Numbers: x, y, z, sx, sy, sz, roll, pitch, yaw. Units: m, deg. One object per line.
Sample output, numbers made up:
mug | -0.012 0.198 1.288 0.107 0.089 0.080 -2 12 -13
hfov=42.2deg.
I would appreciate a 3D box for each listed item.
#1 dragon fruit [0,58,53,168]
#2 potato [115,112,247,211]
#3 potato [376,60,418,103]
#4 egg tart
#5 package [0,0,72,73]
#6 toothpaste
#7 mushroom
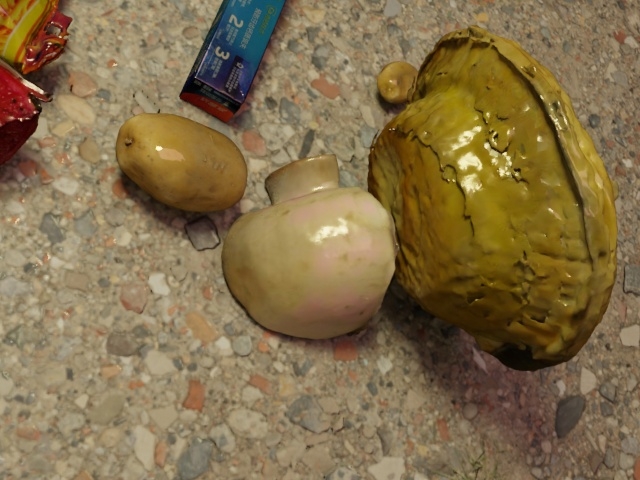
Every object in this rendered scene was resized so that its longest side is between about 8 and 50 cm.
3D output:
dragon fruit | -0.442 -0.139 0.888 0.274 0.126 0.161 -21 76 -33
potato | -0.167 -0.095 1.032 0.178 0.118 0.109 15 102 -39
potato | 0.119 -0.240 1.269 0.068 0.062 0.083 35 25 15
egg tart | 0.180 -0.040 1.033 0.178 0.443 0.443 -15 81 -16
package | -0.414 -0.337 0.978 0.288 0.108 0.223 34 55 -25
toothpaste | -0.102 -0.319 1.169 0.076 0.066 0.320 28 61 -19
mushroom | -0.017 0.001 1.051 0.173 0.162 0.236 -4 74 -32
